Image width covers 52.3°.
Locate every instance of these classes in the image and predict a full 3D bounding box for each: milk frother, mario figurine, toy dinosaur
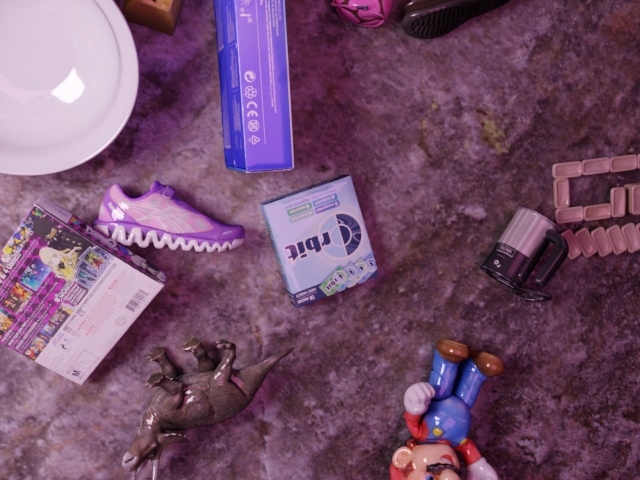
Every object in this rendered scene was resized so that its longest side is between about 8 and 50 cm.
[{"bbox_3d":[0.390,0.035,1.210,0.134,0.129,0.143,-56,152,-2],"label":"milk frother"},{"bbox_3d":[0.235,0.348,1.155,0.198,0.170,0.320,18,84,15],"label":"mario figurine"},{"bbox_3d":[-0.190,0.245,1.057,0.314,0.121,0.160,-25,117,-17],"label":"toy dinosaur"}]

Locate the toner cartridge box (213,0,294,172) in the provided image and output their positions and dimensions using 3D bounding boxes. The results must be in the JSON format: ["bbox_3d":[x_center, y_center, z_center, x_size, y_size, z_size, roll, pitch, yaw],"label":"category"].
[{"bbox_3d":[-0.103,-0.279,0.962,0.075,0.165,0.347,-6,100,-16],"label":"toner cartridge box"}]

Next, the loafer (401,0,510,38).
[{"bbox_3d":[0.227,-0.411,1.102,0.220,0.080,0.078,-23,72,-12],"label":"loafer"}]

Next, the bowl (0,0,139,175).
[{"bbox_3d":[-0.399,-0.246,0.872,0.298,0.134,0.297,-8,118,-15],"label":"bowl"}]

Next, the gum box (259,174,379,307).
[{"bbox_3d":[0.000,0.000,1.101,0.157,0.041,0.184,-21,103,-14],"label":"gum box"}]

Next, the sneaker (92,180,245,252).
[{"bbox_3d":[-0.230,-0.037,1.001,0.237,0.095,0.104,6,89,-17],"label":"sneaker"}]

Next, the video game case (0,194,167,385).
[{"bbox_3d":[-0.377,0.081,0.954,0.210,0.042,0.232,35,109,-19],"label":"video game case"}]

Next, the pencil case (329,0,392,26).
[{"bbox_3d":[0.084,-0.454,1.035,0.098,0.095,0.209,14,92,-12],"label":"pencil case"}]

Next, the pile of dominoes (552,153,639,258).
[{"bbox_3d":[0.569,-0.068,1.283,0.251,0.040,0.195,-7,101,-8],"label":"pile of dominoes"}]

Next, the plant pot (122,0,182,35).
[{"bbox_3d":[-0.240,-0.357,0.950,0.081,0.083,0.081,15,93,-19],"label":"plant pot"}]
